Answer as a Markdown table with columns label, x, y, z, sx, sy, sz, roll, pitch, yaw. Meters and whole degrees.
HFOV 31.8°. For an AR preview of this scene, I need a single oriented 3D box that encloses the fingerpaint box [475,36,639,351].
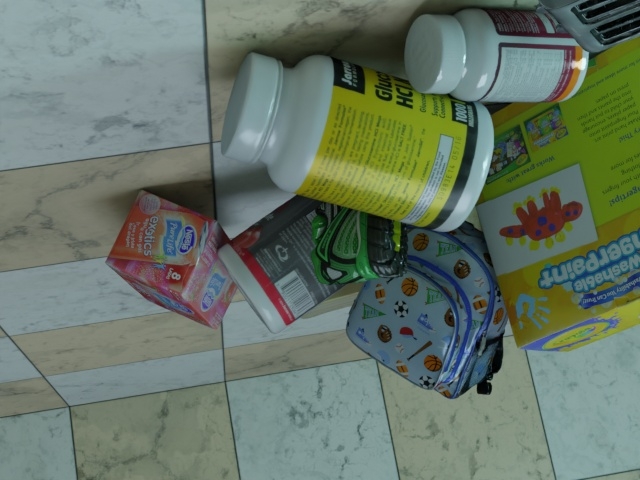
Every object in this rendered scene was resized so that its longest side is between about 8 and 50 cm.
| label | x | y | z | sx | sy | sz | roll | pitch | yaw |
| --- | --- | --- | --- | --- | --- | --- | --- | --- | --- |
| fingerpaint box | 0.461 | -0.078 | 1.673 | 0.445 | 0.371 | 0.163 | -29 | 155 | 36 |

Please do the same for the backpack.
| label | x | y | z | sx | sy | sz | roll | pitch | yaw |
| --- | --- | --- | --- | --- | --- | --- | --- | --- | --- |
| backpack | 0.183 | 0.097 | 1.830 | 0.276 | 0.263 | 0.213 | 29 | -160 | 21 |

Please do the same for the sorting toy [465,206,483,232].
| label | x | y | z | sx | sy | sz | roll | pitch | yaw |
| --- | --- | --- | --- | --- | --- | --- | --- | --- | --- |
| sorting toy | 0.249 | -0.002 | 2.071 | 0.089 | 0.255 | 0.257 | 1 | 168 | 20 |

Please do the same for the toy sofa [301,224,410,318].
| label | x | y | z | sx | sy | sz | roll | pitch | yaw |
| --- | --- | --- | --- | --- | --- | --- | --- | --- | --- |
| toy sofa | 0.064 | 0.043 | 2.259 | 0.362 | 0.150 | 0.177 | -16 | 167 | 19 |

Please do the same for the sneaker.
| label | x | y | z | sx | sy | sz | roll | pitch | yaw |
| --- | --- | --- | --- | --- | --- | --- | --- | --- | --- |
| sneaker | 0.055 | -0.060 | 1.712 | 0.146 | 0.343 | 0.134 | -12 | 120 | 16 |

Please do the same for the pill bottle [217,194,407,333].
| label | x | y | z | sx | sy | sz | roll | pitch | yaw |
| --- | --- | --- | --- | --- | --- | --- | --- | --- | --- |
| pill bottle | 0.000 | 0.000 | 1.898 | 0.318 | 0.176 | 0.176 | -35 | 165 | -7 |

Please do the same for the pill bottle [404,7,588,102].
| label | x | y | z | sx | sy | sz | roll | pitch | yaw |
| --- | --- | --- | --- | --- | --- | --- | --- | --- | --- |
| pill bottle | 0.229 | -0.242 | 1.475 | 0.221 | 0.121 | 0.121 | -2 | 161 | -24 |

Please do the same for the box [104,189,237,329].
| label | x | y | z | sx | sy | sz | roll | pitch | yaw |
| --- | --- | --- | --- | --- | --- | --- | --- | --- | --- |
| box | -0.245 | 0.041 | 1.983 | 0.154 | 0.142 | 0.300 | 22 | 168 | 11 |

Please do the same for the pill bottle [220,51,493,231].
| label | x | y | z | sx | sy | sz | roll | pitch | yaw |
| --- | --- | --- | --- | --- | --- | --- | --- | --- | --- |
| pill bottle | 0.045 | -0.138 | 1.504 | 0.334 | 0.188 | 0.188 | 14 | 156 | -15 |

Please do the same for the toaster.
| label | x | y | z | sx | sy | sz | roll | pitch | yaw |
| --- | --- | --- | --- | --- | --- | --- | --- | --- | --- |
| toaster | 0.349 | -0.315 | 1.327 | 0.185 | 0.110 | 0.168 | -19 | 162 | 25 |
